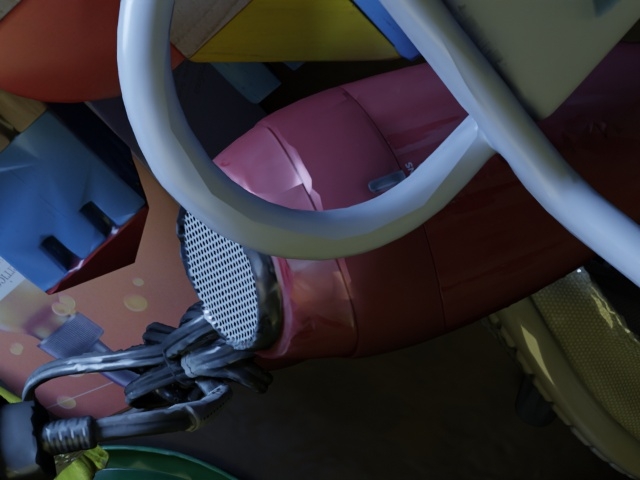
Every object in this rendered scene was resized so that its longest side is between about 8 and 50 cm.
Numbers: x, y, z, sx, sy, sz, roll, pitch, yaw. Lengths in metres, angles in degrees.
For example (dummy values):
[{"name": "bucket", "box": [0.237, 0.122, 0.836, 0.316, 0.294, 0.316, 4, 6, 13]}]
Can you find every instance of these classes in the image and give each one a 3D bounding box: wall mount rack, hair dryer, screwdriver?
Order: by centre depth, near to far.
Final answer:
[{"name": "wall mount rack", "box": [0.133, -0.093, 0.496, 0.304, 0.350, 0.130, 49, 166, -22]}, {"name": "hair dryer", "box": [0.000, 0.000, 0.629, 0.293, 0.223, 0.080, -22, 90, 14]}, {"name": "screwdriver", "box": [0.114, 0.017, 0.812, 0.025, 0.024, 0.170, -6, 135, -23]}]

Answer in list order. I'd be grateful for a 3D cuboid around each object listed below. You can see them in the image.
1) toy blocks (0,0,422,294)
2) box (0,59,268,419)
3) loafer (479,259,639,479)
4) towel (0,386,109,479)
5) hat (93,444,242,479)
[{"name": "toy blocks", "box": [-0.053, -0.143, 0.574, 0.381, 0.191, 0.261, -42, 118, 8]}, {"name": "box", "box": [-0.098, -0.024, 0.767, 0.130, 0.091, 0.170, -24, 123, 28]}, {"name": "loafer", "box": [0.155, 0.051, 0.782, 0.092, 0.102, 0.268, -48, 130, 9]}, {"name": "towel", "box": [-0.174, 0.100, 0.872, 0.102, 0.021, 0.237, 31, 154, -13]}, {"name": "hat", "box": [-0.097, 0.215, 0.915, 0.173, 0.184, 0.208, 15, 132, -2]}]
